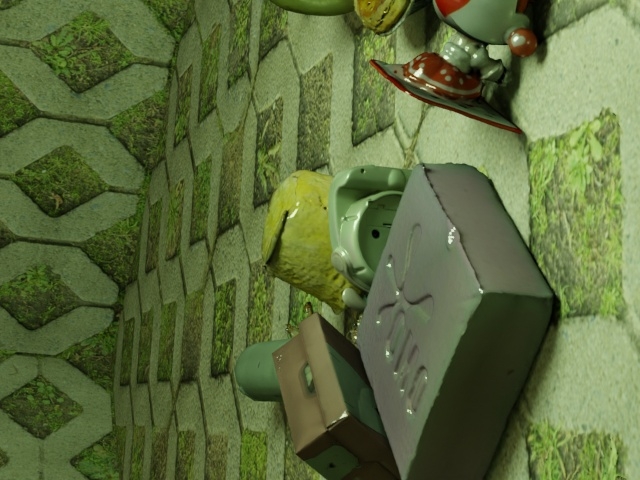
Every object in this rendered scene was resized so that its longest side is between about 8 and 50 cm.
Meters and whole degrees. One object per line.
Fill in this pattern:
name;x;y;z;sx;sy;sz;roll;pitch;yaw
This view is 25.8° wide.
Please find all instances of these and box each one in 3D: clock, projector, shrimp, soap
clock;0.087;0.001;1.822;0.062;0.151;0.191;-14;74;63
projector;-0.054;0.214;2.296;0.337;0.108;0.108;161;115;-72
shrimp;-0.032;0.142;2.401;0.114;0.023;0.083;-147;67;-66
soap;0.151;0.095;1.646;0.296;0.107;0.285;-111;34;-57

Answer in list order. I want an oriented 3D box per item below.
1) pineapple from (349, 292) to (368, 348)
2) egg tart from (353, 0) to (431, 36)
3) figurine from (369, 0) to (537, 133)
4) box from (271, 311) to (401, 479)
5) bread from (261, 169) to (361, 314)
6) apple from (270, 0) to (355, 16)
pineapple;0.077;0.110;1.907;0.083;0.103;0.221;-10;69;38
egg tart;0.120;-0.397;1.965;0.234;0.094;0.234;-170;90;-73
figurine;0.183;-0.271;1.636;0.183;0.160;0.226;-124;52;-66
box;0.045;0.228;1.747;0.086;0.215;0.215;-37;33;13
bread;0.003;0.000;2.076;0.197;0.170;0.197;-161;90;-78
apple;0.000;-0.488;2.188;0.279;0.279;0.279;-173;90;-74
